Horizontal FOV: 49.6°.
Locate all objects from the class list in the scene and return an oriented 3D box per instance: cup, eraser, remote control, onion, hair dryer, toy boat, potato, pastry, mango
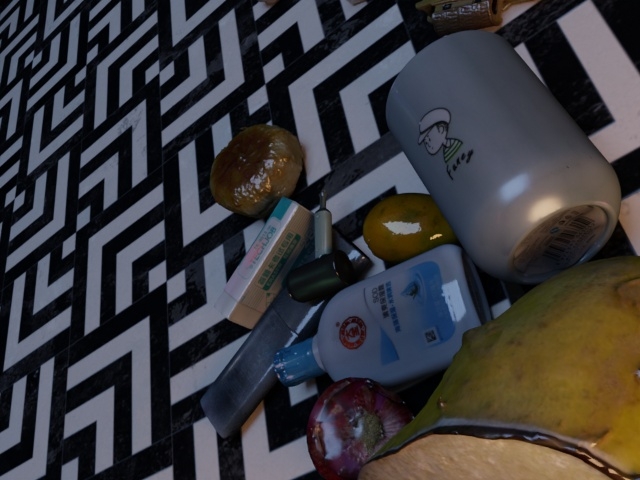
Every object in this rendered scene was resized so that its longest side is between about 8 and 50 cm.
[{"bbox_3d":[0.233,-0.106,0.898,0.205,0.205,0.312,-40,47,19],"label":"cup"},{"bbox_3d":[-0.081,0.042,1.180,0.052,0.095,0.225,33,91,43],"label":"eraser"},{"bbox_3d":[-0.063,0.151,1.140,0.378,0.044,0.107,-53,48,6],"label":"remote control"},{"bbox_3d":[0.050,0.264,0.943,0.140,0.150,0.150,118,165,-70],"label":"onion"},{"bbox_3d":[0.000,0.000,1.106,0.100,0.057,0.198,-21,49,30],"label":"hair dryer"},{"bbox_3d":[0.262,-0.386,1.133,0.226,0.068,0.088,3,74,40],"label":"toy boat"},{"bbox_3d":[0.256,0.191,0.742,0.296,0.290,0.397,-52,-7,-35],"label":"potato"},{"bbox_3d":[-0.125,-0.135,1.322,0.192,0.093,0.182,15,76,46],"label":"pastry"},{"bbox_3d":[0.140,-0.016,1.018,0.163,0.089,0.111,8,76,33],"label":"mango"}]

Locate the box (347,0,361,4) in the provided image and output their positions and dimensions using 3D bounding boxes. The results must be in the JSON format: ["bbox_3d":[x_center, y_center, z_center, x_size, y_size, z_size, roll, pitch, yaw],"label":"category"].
[{"bbox_3d":[0.161,-0.594,1.308,0.299,0.106,0.200,-5,65,39],"label":"box"}]

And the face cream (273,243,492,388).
[{"bbox_3d":[0.076,0.133,0.994,0.336,0.080,0.163,-26,62,29],"label":"face cream"}]

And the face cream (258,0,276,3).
[{"bbox_3d":[-0.129,-0.597,1.580,0.091,0.095,0.091,-22,53,33],"label":"face cream"}]
